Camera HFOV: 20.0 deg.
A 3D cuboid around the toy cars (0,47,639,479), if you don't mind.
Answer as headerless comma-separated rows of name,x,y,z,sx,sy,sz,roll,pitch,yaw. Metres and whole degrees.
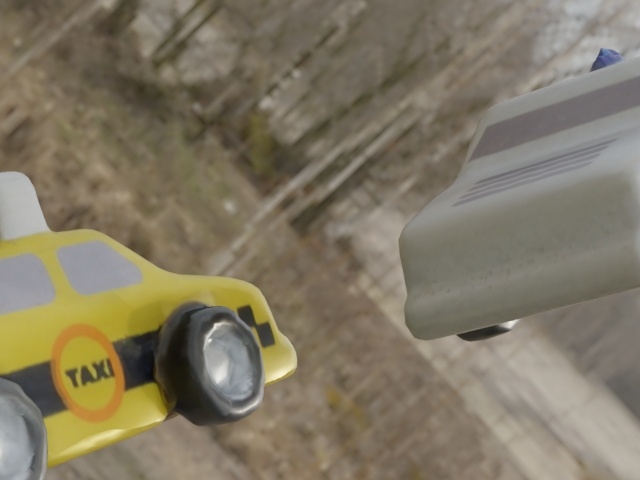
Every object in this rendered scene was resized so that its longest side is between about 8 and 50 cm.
toy cars,0.000,0.000,0.536,0.176,0.394,0.087,160,-87,-77
